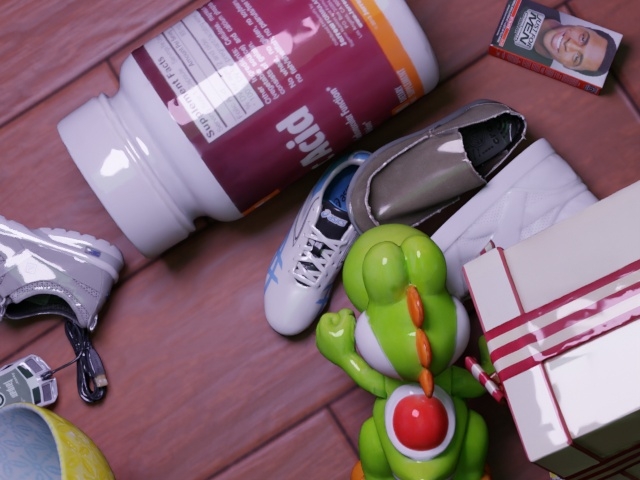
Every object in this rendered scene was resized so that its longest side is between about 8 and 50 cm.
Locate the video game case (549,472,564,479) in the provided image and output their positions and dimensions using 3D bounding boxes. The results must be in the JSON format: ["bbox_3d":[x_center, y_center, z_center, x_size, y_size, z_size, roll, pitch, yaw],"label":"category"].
[{"bbox_3d":[0.357,0.278,1.575,0.210,0.042,0.232,-12,81,32],"label":"video game case"}]

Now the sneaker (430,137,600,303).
[{"bbox_3d":[0.208,0.039,1.628,0.292,0.108,0.169,-43,79,-3],"label":"sneaker"}]

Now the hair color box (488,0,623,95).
[{"bbox_3d":[0.276,-0.231,1.686,0.141,0.043,0.072,21,84,5],"label":"hair color box"}]

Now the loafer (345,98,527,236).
[{"bbox_3d":[0.135,-0.088,1.614,0.251,0.087,0.094,-38,104,-22],"label":"loafer"}]

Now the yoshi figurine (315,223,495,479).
[{"bbox_3d":[0.100,0.130,1.552,0.203,0.362,0.203,24,43,39],"label":"yoshi figurine"}]

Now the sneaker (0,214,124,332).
[{"bbox_3d":[-0.376,0.036,1.656,0.281,0.105,0.115,8,65,4],"label":"sneaker"}]

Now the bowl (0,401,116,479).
[{"bbox_3d":[-0.300,0.336,1.588,0.156,0.289,0.289,20,83,-37],"label":"bowl"}]

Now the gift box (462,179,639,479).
[{"bbox_3d":[0.301,0.099,1.465,0.258,0.255,0.276,-29,53,19],"label":"gift box"}]

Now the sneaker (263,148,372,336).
[{"bbox_3d":[0.000,0.000,1.658,0.085,0.086,0.237,27,87,5],"label":"sneaker"}]

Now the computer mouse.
[{"bbox_3d":[-0.349,0.171,1.686,0.193,0.042,0.106,-25,87,-5],"label":"computer mouse"}]

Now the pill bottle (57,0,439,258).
[{"bbox_3d":[-0.083,-0.162,1.613,0.392,0.224,0.224,-34,82,0],"label":"pill bottle"}]
